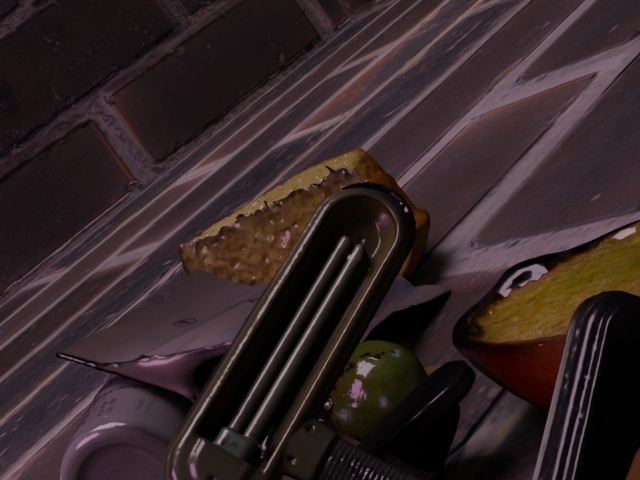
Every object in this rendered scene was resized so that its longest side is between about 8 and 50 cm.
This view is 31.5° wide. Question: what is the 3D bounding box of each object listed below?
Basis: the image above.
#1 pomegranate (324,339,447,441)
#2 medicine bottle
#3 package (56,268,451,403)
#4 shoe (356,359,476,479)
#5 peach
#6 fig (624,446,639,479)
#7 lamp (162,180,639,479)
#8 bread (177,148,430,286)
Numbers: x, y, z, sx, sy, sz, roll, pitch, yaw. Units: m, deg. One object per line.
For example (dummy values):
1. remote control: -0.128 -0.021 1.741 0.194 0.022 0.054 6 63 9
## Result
1. pomegranate: 0.044 0.098 0.735 0.084 0.073 0.073 2 -17 -43
2. medicine bottle: -0.133 0.150 0.888 0.105 0.105 0.168 -31 14 14
3. package: -0.051 0.071 0.897 0.250 0.062 0.204 0 15 32
4. shoe: 0.042 0.135 0.651 0.179 0.049 0.071 -49 -2 33
5. peach: 0.191 0.032 0.593 0.189 0.068 0.279 -34 10 -29
6. fig: 0.135 0.122 0.266 0.231 0.143 0.160 -86 21 -65
7. lamp: 0.077 0.059 0.516 0.283 0.124 0.203 -6 58 51
8. bread: 0.000 -0.002 1.047 0.260 0.129 0.134 -24 10 35
